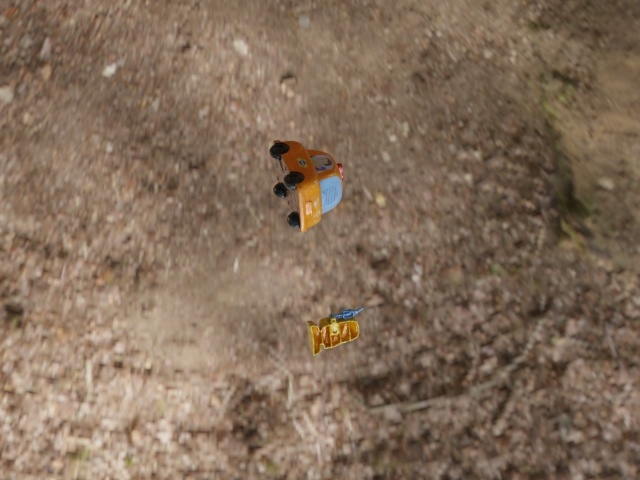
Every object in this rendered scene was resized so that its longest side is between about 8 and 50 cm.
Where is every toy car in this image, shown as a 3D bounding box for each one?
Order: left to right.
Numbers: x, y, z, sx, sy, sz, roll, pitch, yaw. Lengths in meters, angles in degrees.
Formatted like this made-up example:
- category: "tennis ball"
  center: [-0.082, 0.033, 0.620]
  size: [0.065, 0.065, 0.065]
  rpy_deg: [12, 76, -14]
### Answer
- category: "toy car"
  center: [0.000, 0.000, 0.816]
  size: [0.041, 0.060, 0.122]
  rpy_deg: [-13, 112, -11]
